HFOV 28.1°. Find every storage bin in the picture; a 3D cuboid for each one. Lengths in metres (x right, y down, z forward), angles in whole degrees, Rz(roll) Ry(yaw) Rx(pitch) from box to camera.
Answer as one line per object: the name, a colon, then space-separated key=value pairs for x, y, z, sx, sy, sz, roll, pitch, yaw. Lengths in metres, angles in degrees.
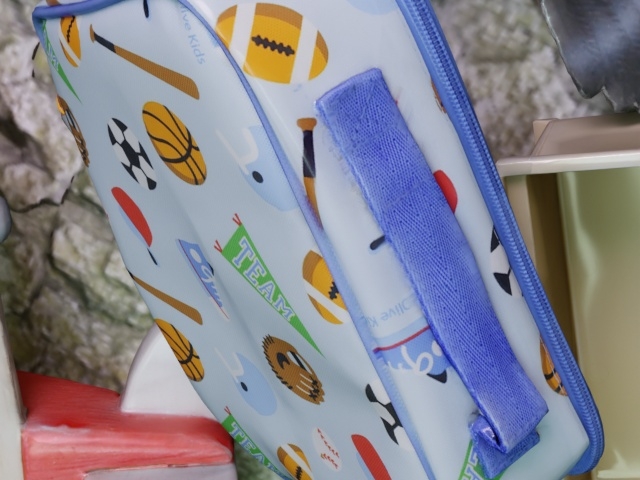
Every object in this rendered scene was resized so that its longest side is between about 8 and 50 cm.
storage bin: x=0.239 y=0.060 z=0.629 sx=0.262 sy=0.123 sz=0.260 roll=-5 pitch=107 yaw=17

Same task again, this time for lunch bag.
lunch bag: x=0.000 y=0.000 z=0.573 sx=0.243 sy=0.115 sz=0.303 roll=9 pitch=130 yaw=60

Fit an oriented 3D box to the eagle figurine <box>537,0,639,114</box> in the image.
eagle figurine: x=0.054 y=-0.206 z=0.579 sx=0.226 sy=0.225 sz=0.298 roll=44 pitch=162 yaw=38

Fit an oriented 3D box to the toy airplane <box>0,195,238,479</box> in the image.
toy airplane: x=-0.228 y=0.141 z=0.709 sx=0.384 sy=0.272 sz=0.386 roll=-41 pitch=94 yaw=23

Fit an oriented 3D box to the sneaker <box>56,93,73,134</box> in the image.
sneaker: x=-0.112 y=-0.096 z=0.700 sx=0.083 sy=0.084 sz=0.214 roll=-14 pitch=103 yaw=30
